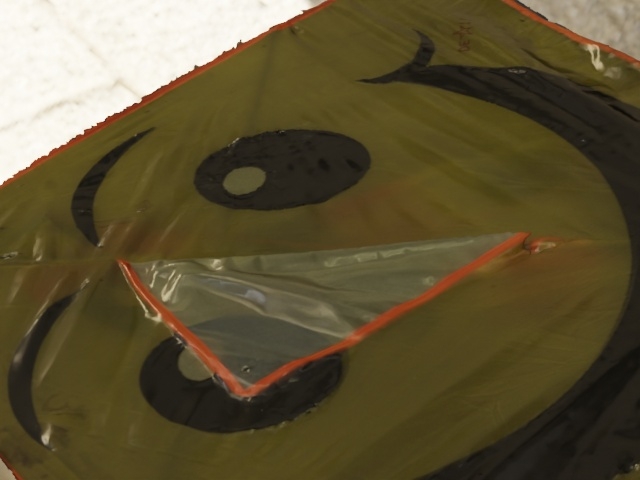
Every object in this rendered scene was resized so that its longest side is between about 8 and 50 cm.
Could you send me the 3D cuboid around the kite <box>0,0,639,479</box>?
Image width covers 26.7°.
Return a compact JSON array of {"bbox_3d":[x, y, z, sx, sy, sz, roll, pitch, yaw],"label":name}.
[{"bbox_3d":[0.000,0.002,0.444,0.327,0.377,0.013,-4,132,8],"label":"kite"}]
